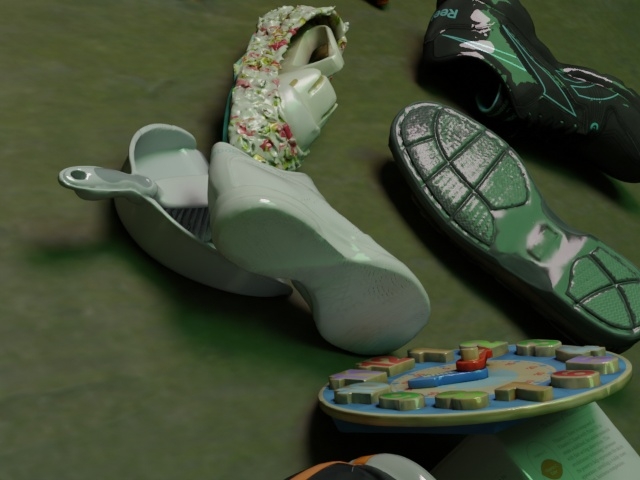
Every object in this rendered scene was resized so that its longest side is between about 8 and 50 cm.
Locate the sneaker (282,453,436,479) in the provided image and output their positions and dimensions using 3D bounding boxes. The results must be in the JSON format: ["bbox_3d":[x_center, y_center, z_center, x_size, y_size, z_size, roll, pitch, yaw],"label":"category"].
[{"bbox_3d":[0.052,0.262,0.921,0.180,0.125,0.321,-9,46,-47],"label":"sneaker"}]

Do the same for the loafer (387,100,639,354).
[{"bbox_3d":[0.152,0.000,1.389,0.267,0.084,0.096,43,62,10],"label":"loafer"}]

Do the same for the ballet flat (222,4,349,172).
[{"bbox_3d":[-0.022,-0.121,1.314,0.241,0.077,0.091,-81,149,-54],"label":"ballet flat"}]

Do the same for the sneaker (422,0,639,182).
[{"bbox_3d":[0.201,-0.126,1.587,0.267,0.101,0.106,36,54,-10],"label":"sneaker"}]

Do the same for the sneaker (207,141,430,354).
[{"bbox_3d":[0.000,0.000,1.169,0.212,0.080,0.094,40,21,-42],"label":"sneaker"}]

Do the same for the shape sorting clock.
[{"bbox_3d":[0.100,0.090,1.116,0.206,0.206,0.040,-16,97,-54],"label":"shape sorting clock"}]

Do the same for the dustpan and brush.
[{"bbox_3d":[-0.106,-0.027,1.140,0.211,0.060,0.147,-5,53,-50],"label":"dustpan and brush"}]

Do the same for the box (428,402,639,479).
[{"bbox_3d":[0.165,0.196,1.128,0.130,0.091,0.170,-15,62,-52],"label":"box"}]

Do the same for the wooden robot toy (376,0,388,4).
[{"bbox_3d":[0.048,-0.262,1.615,0.173,0.076,0.079,-25,105,-56],"label":"wooden robot toy"}]
